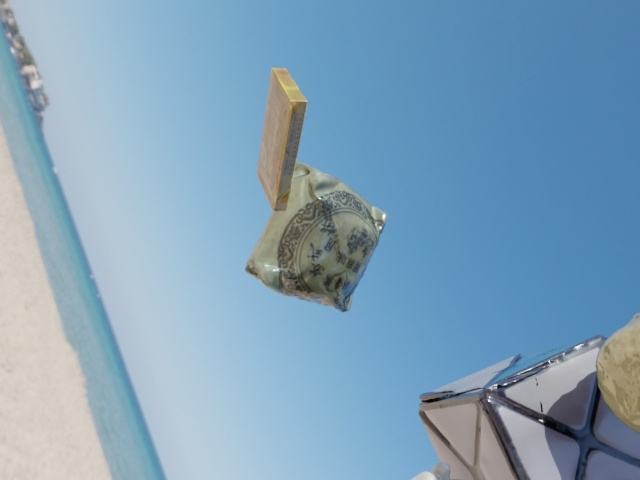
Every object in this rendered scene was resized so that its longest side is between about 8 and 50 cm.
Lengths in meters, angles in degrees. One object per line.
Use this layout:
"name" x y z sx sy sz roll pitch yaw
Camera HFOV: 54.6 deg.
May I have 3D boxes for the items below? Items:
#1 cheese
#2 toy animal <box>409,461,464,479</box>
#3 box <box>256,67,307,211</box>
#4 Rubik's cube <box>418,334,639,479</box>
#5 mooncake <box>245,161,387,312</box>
"cheese" 0.536 0.176 0.912 0.174 0.247 0.251 57 5 16
"toy animal" 0.130 0.399 0.917 0.104 0.220 0.131 -121 -140 -57
"box" -0.050 -0.122 0.766 0.089 0.022 0.156 -116 -150 -47
"Rubik's cube" 0.410 0.375 1.170 0.310 0.305 0.307 67 -21 11
"mooncake" 0.004 0.002 1.229 0.136 0.254 0.250 26 -88 52
